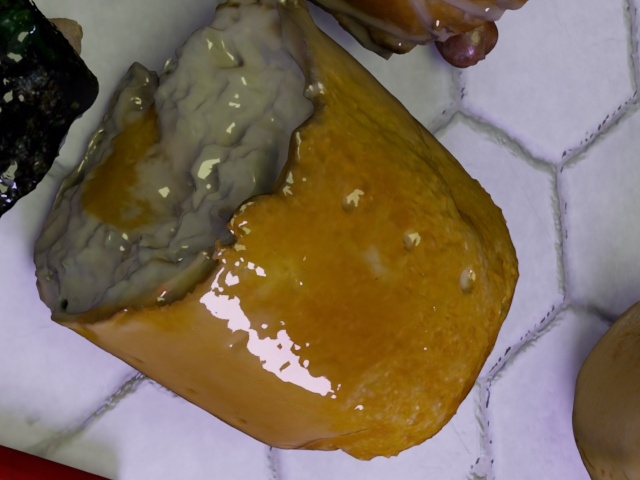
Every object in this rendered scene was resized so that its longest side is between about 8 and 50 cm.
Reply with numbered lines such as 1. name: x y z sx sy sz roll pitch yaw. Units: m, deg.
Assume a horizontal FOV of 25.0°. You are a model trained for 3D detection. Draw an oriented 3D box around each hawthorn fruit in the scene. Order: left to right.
1. hawthorn fruit: 0.136 -0.226 1.461 0.067 0.067 0.103 -37 97 -25

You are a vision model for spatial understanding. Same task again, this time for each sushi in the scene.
1. sushi: -0.282 -0.087 1.108 0.225 0.124 0.127 -50 131 -10

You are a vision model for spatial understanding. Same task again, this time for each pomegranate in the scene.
1. pomegranate: 0.418 0.196 1.497 0.332 0.332 0.332 -1 92 -31

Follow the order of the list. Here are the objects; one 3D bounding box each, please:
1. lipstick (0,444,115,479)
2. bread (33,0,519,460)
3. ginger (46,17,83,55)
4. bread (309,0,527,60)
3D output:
1. lipstick: -0.279 0.204 1.210 0.280 0.073 0.073 24 79 -30
2. bread: 0.000 0.000 1.270 0.394 0.250 0.361 36 74 -28
3. ginger: -0.312 -0.127 1.191 0.259 0.065 0.149 -11 110 -37
4. bread: 0.080 -0.378 1.220 0.390 0.371 0.279 33 64 -30
